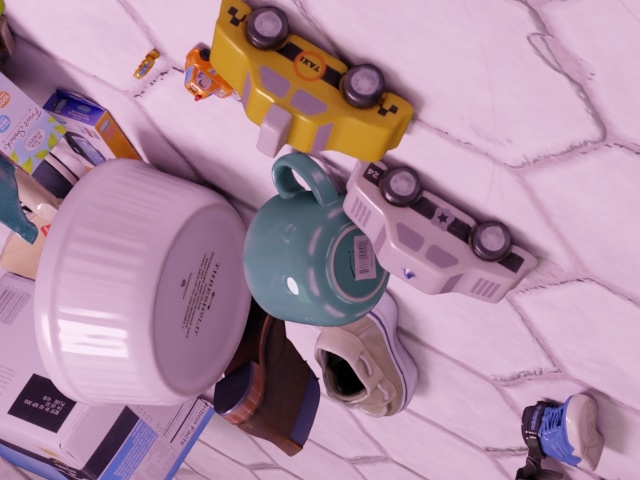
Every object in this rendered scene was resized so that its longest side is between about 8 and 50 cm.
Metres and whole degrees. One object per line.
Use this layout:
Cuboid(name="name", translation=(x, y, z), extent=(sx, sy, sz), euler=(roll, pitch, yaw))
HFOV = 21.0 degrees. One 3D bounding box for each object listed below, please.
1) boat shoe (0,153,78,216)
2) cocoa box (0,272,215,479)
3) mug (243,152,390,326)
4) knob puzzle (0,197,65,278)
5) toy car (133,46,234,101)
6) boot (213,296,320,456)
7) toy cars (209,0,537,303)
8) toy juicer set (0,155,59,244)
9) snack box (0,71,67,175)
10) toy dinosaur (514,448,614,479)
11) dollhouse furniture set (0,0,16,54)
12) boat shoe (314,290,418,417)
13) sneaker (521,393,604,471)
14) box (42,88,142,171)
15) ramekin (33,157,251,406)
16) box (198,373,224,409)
Cuboid(name="boat shoe", translation=(-0.332, -0.038, 2.107), extent=(0.095, 0.079, 0.254), euler=(10, 151, 47))
Cuboid(name="cocoa box", translation=(-0.370, 0.232, 2.578), extent=(0.347, 0.231, 0.228), euler=(14, 154, 43))
Cuboid(name="mug", translation=(-0.002, 0.009, 1.641), extent=(0.097, 0.129, 0.158), euler=(6, 147, 48))
Cuboid(name="knob puzzle", translation=(-0.289, -0.006, 2.048), extent=(0.213, 0.030, 0.213), euler=(-10, 150, -6))
Cuboid(name="toy car", translation=(-0.125, -0.145, 1.594), extent=(0.060, 0.040, 0.122), euler=(44, 157, -28))
Cuboid(name="boot", translation=(-0.053, 0.142, 1.932), extent=(0.082, 0.219, 0.106), euler=(-31, 119, 33))
Cuboid(name="toy cars", translation=(0.035, -0.053, 1.499), extent=(0.176, 0.087, 0.394), euler=(10, 150, 49))
Cuboid(name="toy juicer set", translation=(-0.394, -0.074, 1.873), extent=(0.329, 0.089, 0.209), euler=(40, 177, -33))
Cuboid(name="snack box", translation=(-0.385, -0.174, 1.805), extent=(0.207, 0.070, 0.174), euler=(44, 174, -37))
Cuboid(name="toy dinosaur", translation=(0.316, 0.362, 1.990), extent=(0.218, 0.164, 0.322), euler=(15, 137, 1))
Cuboid(name="dollhouse furniture set", translation=(-0.362, -0.225, 1.739), extent=(0.076, 0.058, 0.152), euler=(29, 160, 13))
Cuboid(name="boat shoe", translation=(0.038, 0.138, 1.938), extent=(0.109, 0.094, 0.302), euler=(25, 159, 21))
Cuboid(name="sneaker", translation=(0.246, 0.194, 1.807), extent=(0.084, 0.058, 0.152), euler=(15, 162, 21))
Cuboid(name="box", translation=(-0.247, -0.112, 1.881), extent=(0.081, 0.028, 0.136), euler=(20, 159, 33))
Cuboid(name="ramekin", translation=(-0.177, 0.053, 1.835), extent=(0.127, 0.273, 0.273), euler=(9, 152, 26))
Cuboid(name="box", translation=(-0.156, 0.166, 2.360), extent=(0.231, 0.056, 0.183), euler=(39, 160, -17))
